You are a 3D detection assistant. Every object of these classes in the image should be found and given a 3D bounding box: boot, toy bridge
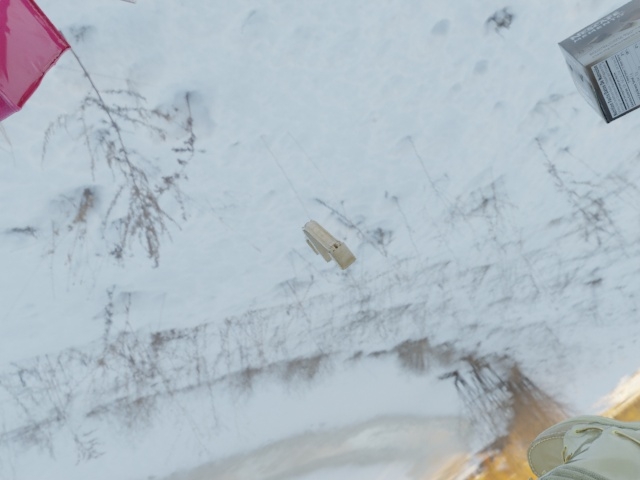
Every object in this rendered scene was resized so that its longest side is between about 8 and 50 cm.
[{"bbox_3d":[0.304,0.290,0.700,0.203,0.095,0.262,-13,171,-30],"label":"boot"},{"bbox_3d":[0.000,0.000,0.830,0.026,0.063,0.188,-40,-168,-6],"label":"toy bridge"}]

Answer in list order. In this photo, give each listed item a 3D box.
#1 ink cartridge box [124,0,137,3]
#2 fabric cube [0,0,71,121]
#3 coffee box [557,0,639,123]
[{"bbox_3d":[-0.385,-0.491,0.839,0.296,0.261,0.066,11,179,-11],"label":"ink cartridge box"},{"bbox_3d":[-0.518,-0.245,0.711,0.258,0.259,0.254,-28,122,11],"label":"fabric cube"},{"bbox_3d":[0.568,-0.336,0.950,0.297,0.168,0.119,-27,115,22],"label":"coffee box"}]
